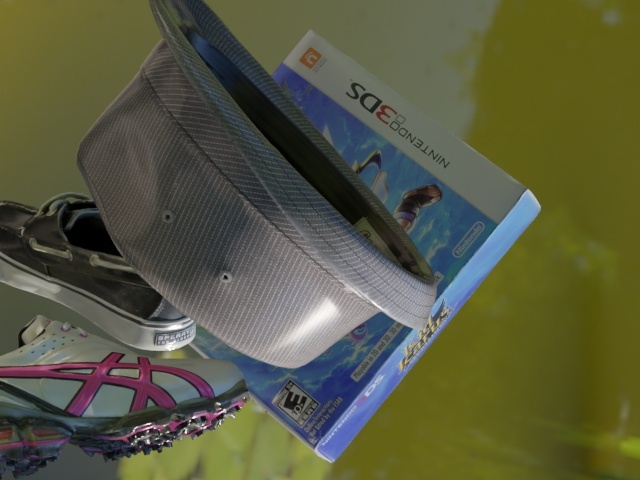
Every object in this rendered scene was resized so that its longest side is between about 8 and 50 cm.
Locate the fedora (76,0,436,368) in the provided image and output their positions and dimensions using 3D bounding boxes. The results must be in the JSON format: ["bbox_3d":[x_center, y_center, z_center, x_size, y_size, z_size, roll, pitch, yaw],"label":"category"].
[{"bbox_3d":[-0.056,-0.025,1.203,0.124,0.275,0.244,-42,-177,9],"label":"fedora"}]

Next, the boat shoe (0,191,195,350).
[{"bbox_3d":[-0.166,0.004,1.364,0.078,0.219,0.070,-22,125,-45],"label":"boat shoe"}]

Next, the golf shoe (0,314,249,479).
[{"bbox_3d":[-0.122,0.075,1.030,0.186,0.067,0.086,-5,71,-34],"label":"golf shoe"}]

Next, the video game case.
[{"bbox_3d":[0.000,0.000,1.594,0.269,0.244,0.061,-50,155,-3],"label":"video game case"}]
